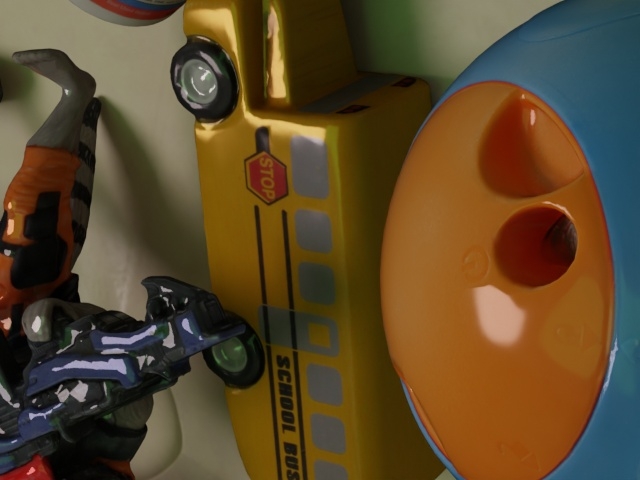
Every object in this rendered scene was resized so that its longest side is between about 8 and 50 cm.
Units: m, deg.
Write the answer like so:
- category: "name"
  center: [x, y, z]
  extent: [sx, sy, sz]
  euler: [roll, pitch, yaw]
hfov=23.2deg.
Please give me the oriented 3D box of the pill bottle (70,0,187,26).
- category: "pill bottle"
  center: [-0.074, -0.235, 0.926]
  extent: [0.221, 0.124, 0.124]
  euler: [-36, 86, 40]

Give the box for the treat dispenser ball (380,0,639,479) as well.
- category: "treat dispenser ball"
  center: [0.171, 0.019, 0.745]
  extent: [0.288, 0.288, 0.288]
  euler: [15, 117, 31]

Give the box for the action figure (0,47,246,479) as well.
- category: "action figure"
  center: [-0.157, 0.049, 1.018]
  extent: [0.341, 0.178, 0.330]
  euler: [-16, 81, 34]

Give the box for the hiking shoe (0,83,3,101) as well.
- category: "hiking shoe"
  center: [-0.334, -0.152, 1.181]
  extent: [0.227, 0.086, 0.114]
  euler: [16, 121, 32]

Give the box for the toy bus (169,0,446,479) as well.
- category: "toy bus"
  center: [0.000, 0.000, 0.980]
  extent: [0.130, 0.108, 0.332]
  euler: [9, 114, 33]
